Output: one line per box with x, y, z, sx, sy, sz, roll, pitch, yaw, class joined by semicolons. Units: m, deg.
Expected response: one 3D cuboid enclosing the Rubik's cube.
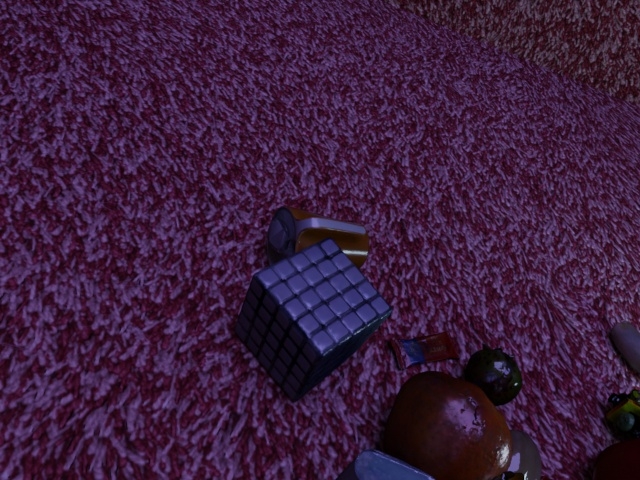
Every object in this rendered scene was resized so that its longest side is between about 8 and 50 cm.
-0.025;0.176;1.205;0.236;0.237;0.238;-28;67;-36;Rubik's cube

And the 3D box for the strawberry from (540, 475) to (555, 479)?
0.514;0.582;1.199;0.106;0.106;0.106;12;49;-14;strawberry

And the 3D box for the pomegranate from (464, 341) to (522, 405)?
0.442;0.332;1.349;0.148;0.149;0.169;26;40;-2;pomegranate

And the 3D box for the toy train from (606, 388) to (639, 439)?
0.909;0.519;1.406;0.296;0.101;0.160;31;34;2;toy train

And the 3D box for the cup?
0.000;0.000;1.382;0.263;0.226;0.183;4;69;-29;cup

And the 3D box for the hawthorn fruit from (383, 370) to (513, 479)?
0.244;0.443;1.109;0.276;0.276;0.307;35;76;7;hawthorn fruit

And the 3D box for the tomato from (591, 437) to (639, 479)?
0.784;0.596;1.218;0.298;0.226;0.299;9;51;-12;tomato

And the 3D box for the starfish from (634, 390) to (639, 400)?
0.935;0.477;1.264;0.431;0.082;0.324;11;36;-44;starfish

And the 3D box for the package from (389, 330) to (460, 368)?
0.276;0.286;1.390;0.200;0.022;0.083;-2;54;-27;package

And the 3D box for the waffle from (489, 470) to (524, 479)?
0.205;0.539;0.916;0.381;0.380;0.095;3;39;-29;waffle

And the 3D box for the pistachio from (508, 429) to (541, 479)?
0.415;0.525;1.181;0.135;0.136;0.226;31;55;3;pistachio

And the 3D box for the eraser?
0.106;0.496;1.002;0.174;0.227;0.081;23;43;-2;eraser

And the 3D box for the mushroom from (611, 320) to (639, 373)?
1.017;0.394;1.580;0.122;0.095;0.351;-8;55;-52;mushroom
